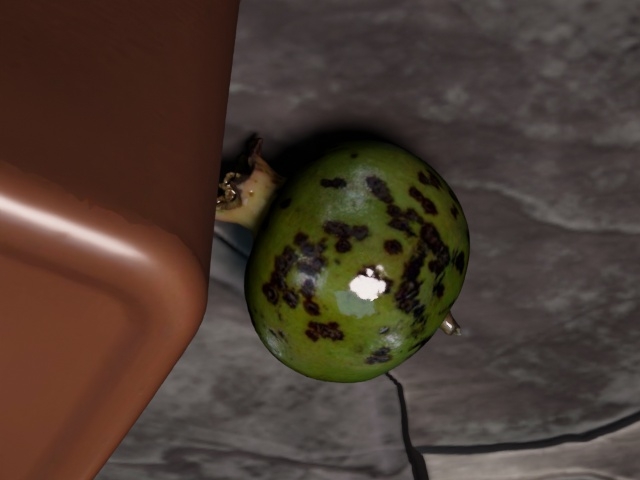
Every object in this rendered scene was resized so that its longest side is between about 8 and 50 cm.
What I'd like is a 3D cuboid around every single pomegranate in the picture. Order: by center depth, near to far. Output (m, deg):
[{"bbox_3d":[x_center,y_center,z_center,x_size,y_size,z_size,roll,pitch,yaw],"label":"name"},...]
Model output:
[{"bbox_3d":[0.000,0.000,0.875,0.161,0.122,0.122,29,133,9],"label":"pomegranate"}]

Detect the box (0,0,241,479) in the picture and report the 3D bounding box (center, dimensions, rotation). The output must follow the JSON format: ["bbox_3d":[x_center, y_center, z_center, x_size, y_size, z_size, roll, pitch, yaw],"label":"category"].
[{"bbox_3d":[-0.219,-0.046,0.734,0.339,0.229,0.239,21,131,-20],"label":"box"}]
